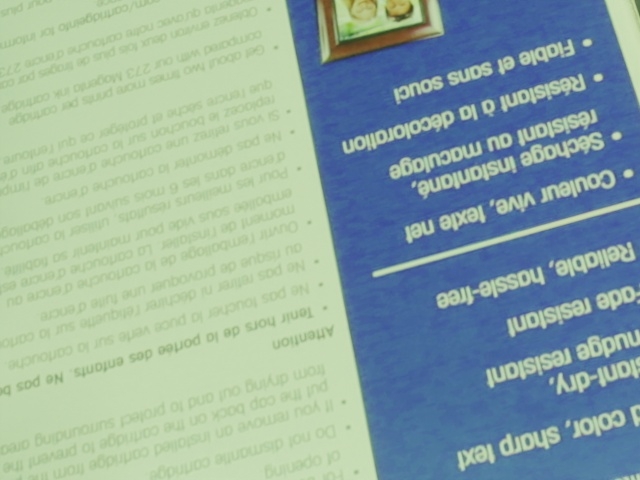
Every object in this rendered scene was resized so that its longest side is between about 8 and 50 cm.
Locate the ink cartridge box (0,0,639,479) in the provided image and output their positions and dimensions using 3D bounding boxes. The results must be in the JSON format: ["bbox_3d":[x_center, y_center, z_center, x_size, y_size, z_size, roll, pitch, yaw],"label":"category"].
[{"bbox_3d":[0.000,0.000,0.415,0.175,0.069,0.371,-15,54,7],"label":"ink cartridge box"}]
